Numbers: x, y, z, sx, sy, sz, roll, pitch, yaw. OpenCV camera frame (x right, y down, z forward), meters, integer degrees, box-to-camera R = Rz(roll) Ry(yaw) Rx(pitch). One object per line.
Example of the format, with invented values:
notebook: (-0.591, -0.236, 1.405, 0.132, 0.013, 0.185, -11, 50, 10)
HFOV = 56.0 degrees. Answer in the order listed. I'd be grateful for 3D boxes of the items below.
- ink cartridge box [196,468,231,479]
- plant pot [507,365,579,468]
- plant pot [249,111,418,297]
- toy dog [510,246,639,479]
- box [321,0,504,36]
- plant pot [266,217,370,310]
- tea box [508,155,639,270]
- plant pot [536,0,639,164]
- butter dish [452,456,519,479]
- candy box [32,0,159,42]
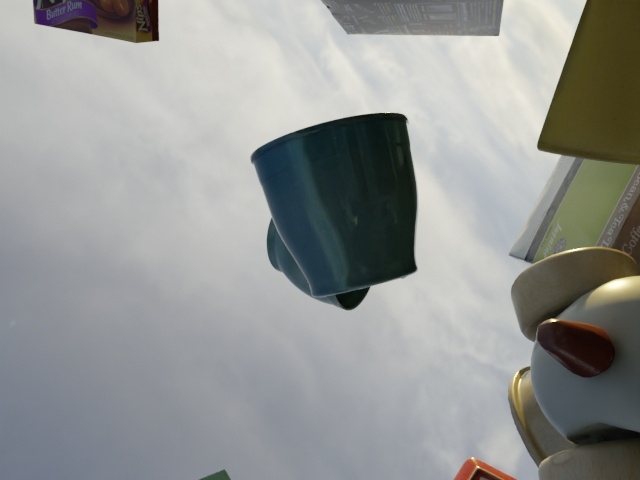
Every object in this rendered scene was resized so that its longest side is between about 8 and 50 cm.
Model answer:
ink cartridge box: (-0.174, 0.541, 1.063, 0.056, 0.171, 0.235, -23, -100, -51)
plant pot: (0.500, 0.225, 0.849, 0.334, 0.305, 0.333, 28, -151, -17)
plant pot: (0.044, -0.046, 1.004, 0.272, 0.272, 0.255, -12, -93, -51)
toy dog: (0.238, 0.038, 0.300, 0.161, 0.334, 0.220, 37, -159, -51)
box: (0.121, -0.344, 0.794, 0.307, 0.243, 0.076, -15, -70, -74)
plant pot: (0.000, 0.000, 1.391, 0.293, 0.196, 0.292, -30, -56, -58)
tea box: (0.568, -0.050, 1.090, 0.220, 0.328, 0.323, 27, -177, -8)
plant pot: (0.423, -0.184, 0.730, 0.187, 0.212, 0.212, 27, -158, 37)
butter dish: (0.341, 0.559, 1.235, 0.160, 0.160, 0.118, -37, -45, -41)
candy box: (-0.306, -0.336, 0.811, 0.187, 0.109, 0.053, 17, -153, 20)
